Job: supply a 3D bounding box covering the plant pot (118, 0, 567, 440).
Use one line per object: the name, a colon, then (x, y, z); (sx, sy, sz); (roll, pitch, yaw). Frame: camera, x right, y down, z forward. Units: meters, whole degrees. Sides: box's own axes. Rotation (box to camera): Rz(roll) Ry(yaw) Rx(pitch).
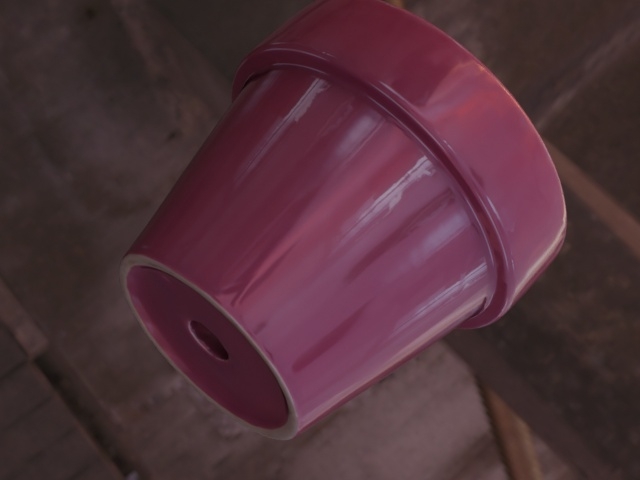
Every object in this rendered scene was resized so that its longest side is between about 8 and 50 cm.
plant pot: (0.000, 0.000, 0.832); (0.180, 0.201, 0.201); (-45, 148, -24)
